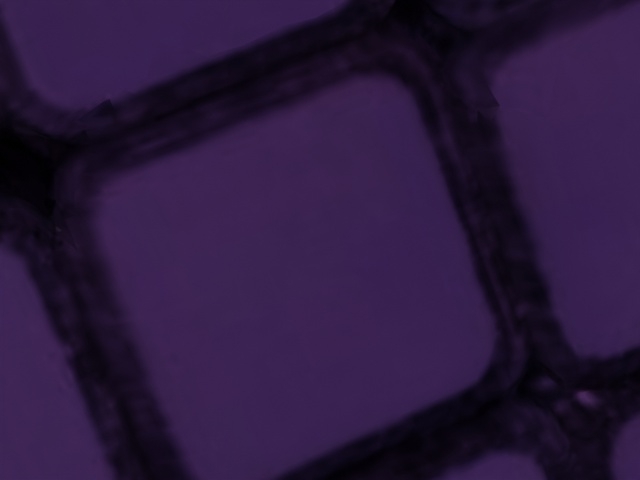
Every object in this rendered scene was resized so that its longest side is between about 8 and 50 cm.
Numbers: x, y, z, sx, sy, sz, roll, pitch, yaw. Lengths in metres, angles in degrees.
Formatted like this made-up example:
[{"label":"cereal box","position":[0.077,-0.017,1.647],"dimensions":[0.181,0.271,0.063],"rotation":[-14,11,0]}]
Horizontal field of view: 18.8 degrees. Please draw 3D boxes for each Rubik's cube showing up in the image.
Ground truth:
[{"label":"Rubik's cube","position":[0.000,0.000,0.534],"dimensions":[0.337,0.343,0.344],"rotation":[-23,18,-10]}]
